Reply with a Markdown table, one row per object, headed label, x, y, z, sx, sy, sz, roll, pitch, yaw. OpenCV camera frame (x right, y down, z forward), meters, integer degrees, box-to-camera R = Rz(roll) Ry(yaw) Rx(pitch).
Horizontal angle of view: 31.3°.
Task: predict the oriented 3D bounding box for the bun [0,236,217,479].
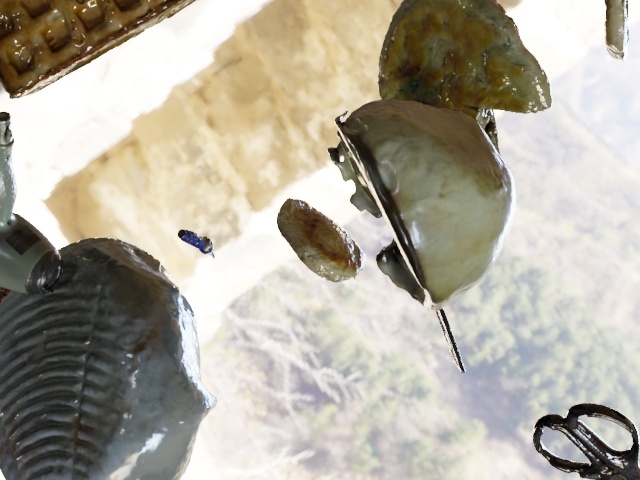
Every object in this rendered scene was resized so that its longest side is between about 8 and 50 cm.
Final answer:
| label | x | y | z | sx | sy | sz | roll | pitch | yaw |
| --- | --- | --- | --- | --- | --- | --- | --- | --- | --- |
| bun | -0.255 | 0.175 | 1.362 | 0.194 | 0.354 | 0.355 | 11 | 48 | -46 |

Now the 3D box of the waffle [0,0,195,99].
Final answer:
| label | x | y | z | sx | sy | sz | roll | pitch | yaw |
| --- | --- | --- | --- | --- | --- | --- | --- | --- | --- |
| waffle | -0.290 | -0.327 | 1.361 | 0.213 | 0.308 | 0.091 | 58 | -4 | -3 |

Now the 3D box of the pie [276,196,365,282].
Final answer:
| label | x | y | z | sx | sy | sz | roll | pitch | yaw |
| --- | --- | --- | --- | --- | --- | --- | --- | --- | --- |
| pie | 0.000 | 0.000 | 2.268 | 0.179 | 0.084 | 0.205 | 22 | 25 | -54 |

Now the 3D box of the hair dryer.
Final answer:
| label | x | y | z | sx | sy | sz | roll | pitch | yaw |
| --- | --- | --- | --- | --- | --- | --- | --- | --- | --- |
| hair dryer | -0.397 | -0.053 | 1.273 | 0.088 | 0.218 | 0.225 | -47 | 138 | -44 |

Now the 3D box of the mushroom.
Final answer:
| label | x | y | z | sx | sy | sz | roll | pitch | yaw |
| --- | --- | --- | --- | --- | --- | --- | --- | --- | --- |
| mushroom | 0.130 | -0.049 | 1.250 | 0.189 | 0.164 | 0.267 | 49 | -13 | 55 |

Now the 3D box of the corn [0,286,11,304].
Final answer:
| label | x | y | z | sx | sy | sz | roll | pitch | yaw |
| --- | --- | --- | --- | --- | --- | --- | --- | --- | --- |
| corn | -0.360 | 0.124 | 1.616 | 0.092 | 0.280 | 0.092 | 11 | 90 | -73 |

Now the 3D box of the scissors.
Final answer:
| label | x | y | z | sx | sy | sz | roll | pitch | yaw |
| --- | --- | --- | --- | --- | --- | --- | --- | --- | --- |
| scissors | 0.345 | 0.271 | 1.242 | 0.300 | 0.109 | 0.022 | 44 | 38 | -25 |

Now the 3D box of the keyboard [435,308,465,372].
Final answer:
| label | x | y | z | sx | sy | sz | roll | pitch | yaw |
| --- | --- | --- | --- | --- | --- | --- | --- | --- | --- |
| keyboard | 0.156 | 0.096 | 1.474 | 0.053 | 0.010 | 0.155 | -115 | -177 | -77 |

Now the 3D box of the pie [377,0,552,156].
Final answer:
| label | x | y | z | sx | sy | sz | roll | pitch | yaw |
| --- | --- | --- | --- | --- | --- | --- | --- | --- | --- |
| pie | 0.207 | -0.243 | 1.792 | 0.075 | 0.337 | 0.338 | -28 | 85 | -43 |

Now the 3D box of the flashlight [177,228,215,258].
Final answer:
| label | x | y | z | sx | sy | sz | roll | pitch | yaw |
| --- | --- | --- | --- | --- | --- | --- | --- | --- | --- |
| flashlight | -0.264 | 0.000 | 2.461 | 0.121 | 0.035 | 0.057 | 33 | 25 | -56 |

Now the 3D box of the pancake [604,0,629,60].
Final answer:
| label | x | y | z | sx | sy | sz | roll | pitch | yaw |
| --- | --- | --- | --- | --- | --- | --- | --- | --- | --- |
| pancake | 0.249 | -0.231 | 0.985 | 0.158 | 0.028 | 0.158 | -8 | 90 | -76 |
